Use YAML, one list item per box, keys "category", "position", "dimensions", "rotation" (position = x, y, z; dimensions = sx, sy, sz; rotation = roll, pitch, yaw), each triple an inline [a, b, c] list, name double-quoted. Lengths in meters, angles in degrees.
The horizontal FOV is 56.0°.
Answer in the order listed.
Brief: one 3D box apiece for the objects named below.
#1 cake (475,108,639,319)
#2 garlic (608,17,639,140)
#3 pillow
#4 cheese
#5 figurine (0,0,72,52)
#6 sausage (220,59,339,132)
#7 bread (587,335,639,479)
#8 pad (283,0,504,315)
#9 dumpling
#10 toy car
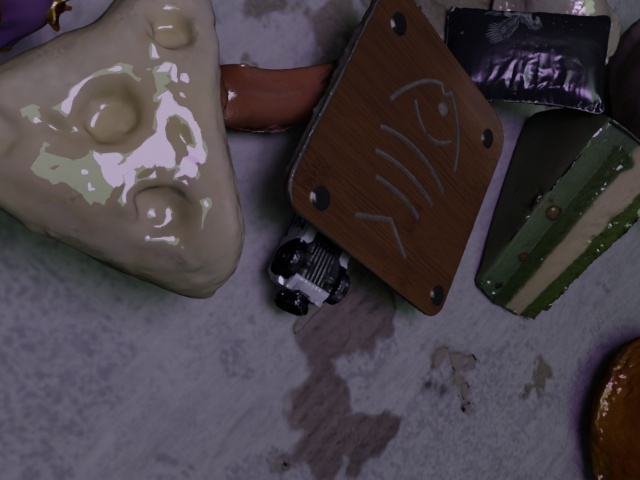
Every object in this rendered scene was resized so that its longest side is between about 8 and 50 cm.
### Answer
- category: "cake"
  position: [0.326, -0.045, 0.875]
  dimensions: [0.158, 0.172, 0.284]
  rotation: [29, 108, -22]
- category: "garlic"
  position: [0.574, -0.200, 0.902]
  dimensions: [0.317, 0.259, 0.318]
  rotation: [2, 90, -69]
- category: "pillow"
  position: [0.264, -0.237, 0.781]
  dimensions: [0.208, 0.055, 0.141]
  rotation: [8, 80, 9]
- category: "cheese"
  position: [-0.141, -0.073, 0.501]
  dimensions: [0.251, 0.173, 0.248]
  rotation: [-48, 114, -16]
- category: "figurine"
  position: [-0.308, -0.231, 0.424]
  dimensions: [0.263, 0.142, 0.190]
  rotation: [20, 45, -27]
- category: "sausage"
  position: [0.005, -0.167, 0.661]
  dimensions: [0.304, 0.078, 0.078]
  rotation: [-16, 98, -31]
- category: "bread"
  position: [0.560, 0.290, 0.943]
  dimensions: [0.312, 0.172, 0.312]
  rotation: [-1, 92, -30]
- category: "pad"
  position: [0.105, -0.094, 0.679]
  dimensions: [0.286, 0.018, 0.284]
  rotation: [38, 68, -37]
- category: "dumpling"
  position: [0.323, -0.296, 0.851]
  dimensions: [0.111, 0.181, 0.155]
  rotation: [-12, 126, -66]
- category: "toy car"
  position: [0.000, 0.000, 0.657]
  dimensions: [0.080, 0.070, 0.171]
  rotation: [34, 71, -27]
